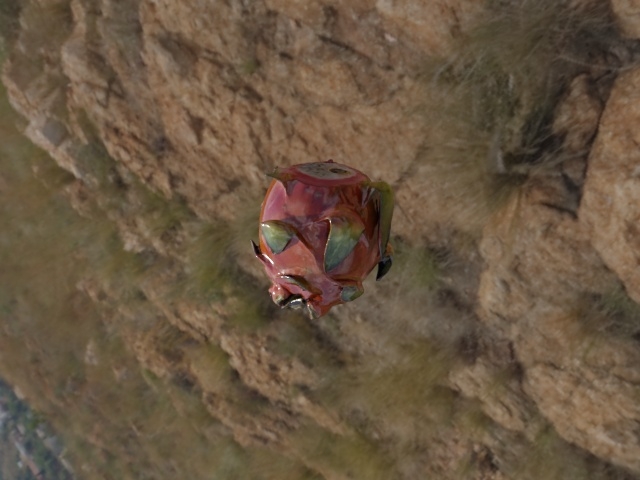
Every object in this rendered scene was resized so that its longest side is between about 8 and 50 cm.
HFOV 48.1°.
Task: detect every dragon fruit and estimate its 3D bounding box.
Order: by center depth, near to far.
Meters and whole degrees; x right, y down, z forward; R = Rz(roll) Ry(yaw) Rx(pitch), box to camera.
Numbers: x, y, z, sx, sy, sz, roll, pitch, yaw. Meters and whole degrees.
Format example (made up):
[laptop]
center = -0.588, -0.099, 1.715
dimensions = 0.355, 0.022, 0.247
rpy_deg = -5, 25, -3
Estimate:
[dragon fruit]
center = 0.002, -0.005, 1.078
dimensions = 0.224, 0.224, 0.227
rpy_deg = 18, 121, 46
